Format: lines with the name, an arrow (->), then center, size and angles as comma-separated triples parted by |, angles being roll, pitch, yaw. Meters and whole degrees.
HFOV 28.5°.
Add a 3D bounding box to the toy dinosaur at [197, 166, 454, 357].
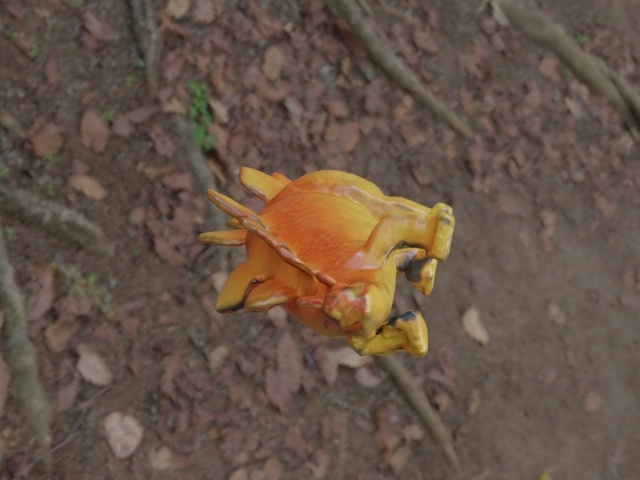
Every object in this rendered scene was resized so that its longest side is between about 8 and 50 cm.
toy dinosaur -> 0.000, 0.000, 0.592 | 0.117, 0.070, 0.288 | 11, 10, 1
